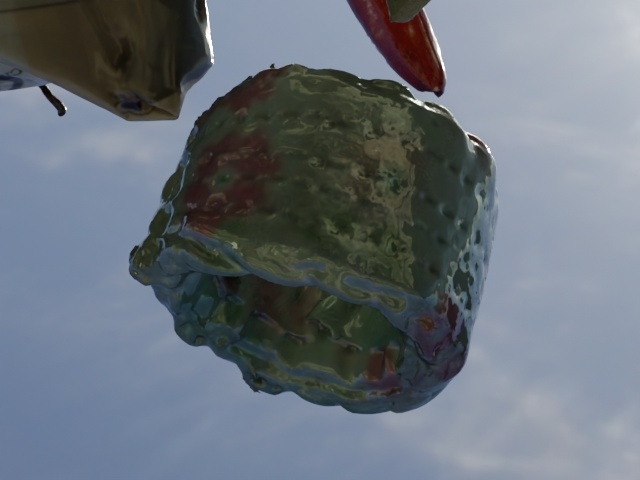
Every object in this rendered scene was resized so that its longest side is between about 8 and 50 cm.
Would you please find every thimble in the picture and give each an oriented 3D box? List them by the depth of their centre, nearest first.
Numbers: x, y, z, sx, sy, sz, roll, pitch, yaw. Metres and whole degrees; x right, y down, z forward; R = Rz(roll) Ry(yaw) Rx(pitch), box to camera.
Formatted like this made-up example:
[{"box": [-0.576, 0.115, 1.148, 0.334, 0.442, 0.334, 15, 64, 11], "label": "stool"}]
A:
[{"box": [0.000, 0.000, 1.109, 0.211, 0.185, 0.149, 20, -118, -5], "label": "thimble"}]

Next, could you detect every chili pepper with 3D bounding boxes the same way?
[{"box": [0.069, -0.199, 1.612, 0.065, 0.088, 0.169, -21, -104, -19], "label": "chili pepper"}]

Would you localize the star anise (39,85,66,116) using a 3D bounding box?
[{"box": [-0.241, -0.155, 1.428, 0.097, 0.070, 0.191, -23, -121, -29], "label": "star anise"}]

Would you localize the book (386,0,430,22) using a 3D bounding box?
[{"box": [0.065, -0.278, 1.109, 0.018, 0.170, 0.242, 3, -119, -30], "label": "book"}]

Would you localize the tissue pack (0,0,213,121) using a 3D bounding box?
[{"box": [-0.280, -0.261, 1.266, 0.375, 0.390, 0.195, -6, -172, 4], "label": "tissue pack"}]
